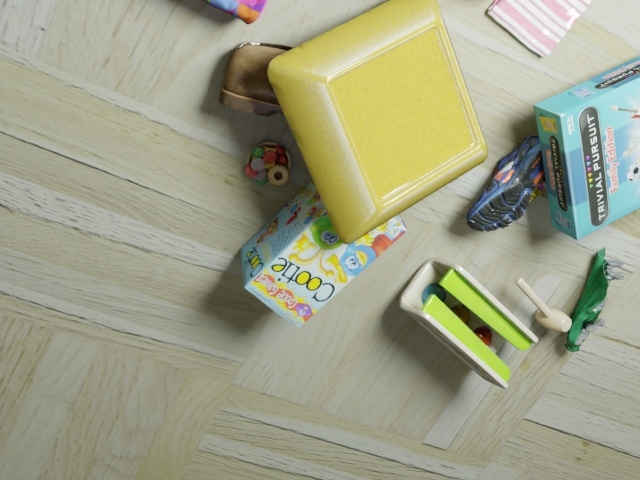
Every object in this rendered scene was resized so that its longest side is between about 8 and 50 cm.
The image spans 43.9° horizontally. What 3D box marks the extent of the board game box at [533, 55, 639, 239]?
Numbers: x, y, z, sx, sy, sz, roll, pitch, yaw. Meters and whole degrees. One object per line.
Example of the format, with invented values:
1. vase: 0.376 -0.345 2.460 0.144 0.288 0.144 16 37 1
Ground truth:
1. board game box: 0.560 -0.185 1.428 0.336 0.079 0.254 -26 121 -12

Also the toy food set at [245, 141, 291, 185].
1. toy food set: -0.094 -0.138 1.432 0.082 0.020 0.083 2 119 -10

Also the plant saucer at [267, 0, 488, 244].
1. plant saucer: 0.124 -0.204 1.296 0.332 0.081 0.333 -32 111 -20

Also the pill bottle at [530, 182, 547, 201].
1. pill bottle: 0.405 -0.104 1.516 0.083 0.043 0.043 -43 117 15

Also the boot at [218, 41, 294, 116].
1. boot: -0.010 -0.255 1.338 0.305 0.112 0.115 11 106 -12

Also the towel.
1. towel: 0.395 -0.425 1.345 0.144 0.029 0.197 30 111 -22

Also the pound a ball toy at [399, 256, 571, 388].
1. pound a ball toy: 0.333 0.146 1.615 0.319 0.135 0.208 40 81 -26

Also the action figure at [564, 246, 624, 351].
1. action figure: 0.560 0.144 1.646 0.063 0.137 0.232 20 127 8

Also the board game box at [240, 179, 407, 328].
1. board game box: 0.000 0.000 1.453 0.275 0.144 0.142 -43 117 15

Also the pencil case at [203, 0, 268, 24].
1. pencil case: -0.185 -0.424 1.216 0.236 0.104 0.104 24 113 -22

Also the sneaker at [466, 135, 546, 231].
1. sneaker: 0.356 -0.106 1.481 0.221 0.087 0.083 -46 122 9
